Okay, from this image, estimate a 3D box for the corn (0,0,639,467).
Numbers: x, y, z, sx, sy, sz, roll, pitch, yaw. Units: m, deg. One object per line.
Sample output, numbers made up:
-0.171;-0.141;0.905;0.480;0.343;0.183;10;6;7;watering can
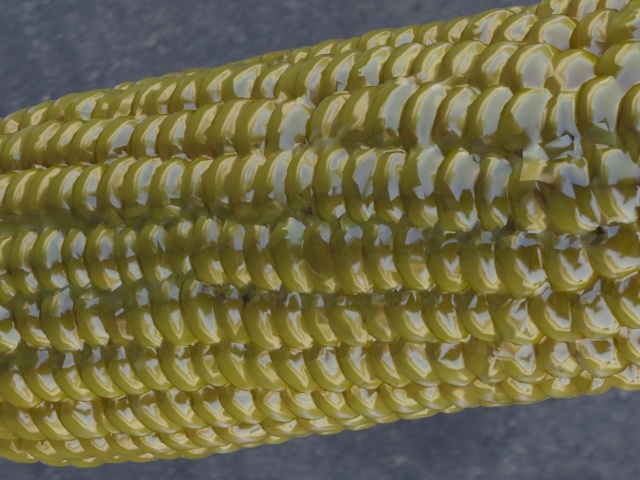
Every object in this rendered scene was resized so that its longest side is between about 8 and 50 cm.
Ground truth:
0.000;0.000;0.653;0.144;0.387;0.144;22;63;-53;corn
